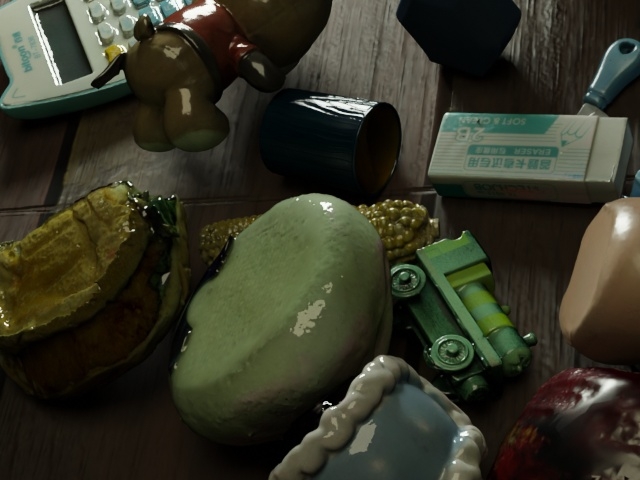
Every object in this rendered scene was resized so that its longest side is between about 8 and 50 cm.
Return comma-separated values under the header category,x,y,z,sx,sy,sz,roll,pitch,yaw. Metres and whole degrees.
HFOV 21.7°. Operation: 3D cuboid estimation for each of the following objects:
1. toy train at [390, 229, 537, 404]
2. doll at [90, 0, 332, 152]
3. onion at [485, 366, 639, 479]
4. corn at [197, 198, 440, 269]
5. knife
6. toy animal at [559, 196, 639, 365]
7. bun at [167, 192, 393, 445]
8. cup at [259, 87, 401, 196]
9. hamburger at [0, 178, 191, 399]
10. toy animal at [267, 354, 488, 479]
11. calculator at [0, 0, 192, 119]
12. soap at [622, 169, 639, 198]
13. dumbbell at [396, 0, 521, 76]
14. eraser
category,x,y,z,sx,sy,sz,roll,pitch,yaw
toy train,0.152,0.087,1.817,0.132,0.083,0.200,-22,53,-12
doll,-0.122,-0.252,2.085,0.330,0.174,0.235,-44,20,-29
onion,0.292,0.252,1.598,0.314,0.146,0.280,23,65,27
corn,0.000,0.000,1.935,0.288,0.086,0.086,-4,51,17
knife,0.321,-0.144,1.988,0.058,0.032,0.244,23,66,25
toy animal,0.374,0.069,1.673,0.256,0.213,0.195,16,84,8
bun,-0.018,0.102,1.792,0.293,0.187,0.293,-37,33,29
cup,0.018,-0.119,2.025,0.138,0.150,0.113,13,91,29
hamburger,-0.268,0.069,1.905,0.309,0.132,0.211,-23,51,30
toy animal,0.063,0.230,1.632,0.204,0.156,0.208,44,84,1
calculator,-0.268,-0.295,2.281,0.386,0.054,0.256,-23,49,-3
soap,0.480,-0.087,1.854,0.293,0.077,0.156,-41,51,-16
dumbbell,0.234,-0.364,2.116,0.144,0.160,0.325,-6,41,54
eraser,0.243,-0.097,1.944,0.225,0.052,0.095,4,59,24
